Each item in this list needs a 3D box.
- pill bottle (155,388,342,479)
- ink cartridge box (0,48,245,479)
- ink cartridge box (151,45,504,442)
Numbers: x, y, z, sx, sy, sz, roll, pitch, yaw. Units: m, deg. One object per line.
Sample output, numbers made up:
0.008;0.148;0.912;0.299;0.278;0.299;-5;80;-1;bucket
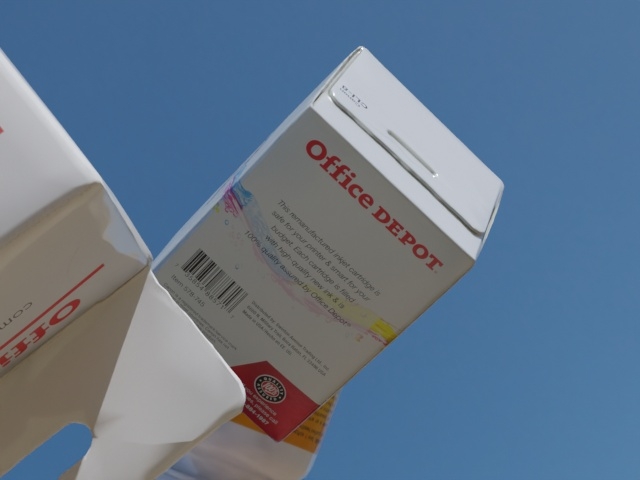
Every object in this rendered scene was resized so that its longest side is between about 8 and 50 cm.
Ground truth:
-0.052;0.106;1.212;0.136;0.136;0.246;31;-103;-49;pill bottle
-0.214;-0.019;0.625;0.207;0.353;0.119;-39;-16;-8;ink cartridge box
0.000;0.000;0.917;0.128;0.127;0.176;44;-63;-6;ink cartridge box
